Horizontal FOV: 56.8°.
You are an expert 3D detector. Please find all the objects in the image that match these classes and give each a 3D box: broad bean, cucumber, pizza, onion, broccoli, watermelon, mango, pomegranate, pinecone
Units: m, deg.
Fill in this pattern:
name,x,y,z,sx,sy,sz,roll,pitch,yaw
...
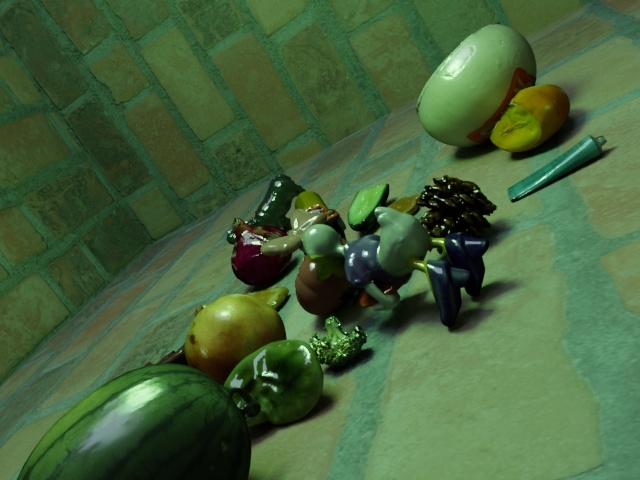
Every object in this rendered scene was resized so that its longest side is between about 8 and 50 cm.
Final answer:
name,x,y,z,sx,sy,sz,roll,pitch,yaw
broad bean,-0.081,0.253,1.045,0.206,0.153,0.072,-32,-29,16
cucumber,0.138,-0.084,1.717,0.115,0.063,0.244,-18,21,28
pizza,-0.200,0.191,1.604,0.181,0.034,0.262,-42,19,-31
onion,-0.193,0.023,1.754,0.195,0.218,0.140,-31,17,12
broccoli,0.031,0.184,1.083,0.095,0.092,0.097,-17,-6,-20
watermelon,-0.249,0.328,0.848,0.359,0.279,0.279,-40,17,-16
mango,0.551,-0.324,1.517,0.257,0.138,0.187,-38,-5,-36
pomegranate,-0.167,0.206,1.192,0.209,0.209,0.209,-30,16,9
pinecone,0.268,-0.050,1.217,0.173,0.174,0.174,-30,16,9

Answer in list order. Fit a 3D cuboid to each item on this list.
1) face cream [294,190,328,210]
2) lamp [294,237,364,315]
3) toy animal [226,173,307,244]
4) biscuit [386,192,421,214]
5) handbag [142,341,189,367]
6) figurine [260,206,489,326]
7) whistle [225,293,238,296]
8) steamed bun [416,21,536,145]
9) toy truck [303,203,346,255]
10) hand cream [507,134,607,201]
name,x,y,z,sx,sy,sz,roll,pitch,yaw
face cream,-0.023,-0.087,1.966,0.104,0.105,0.349,-32,15,2
lamp,0.025,0.083,1.291,0.182,0.140,0.182,-56,-17,-28
toy animal,-0.186,-0.084,2.179,0.343,0.168,0.106,-52,23,-14
biscuit,0.233,-0.090,1.629,0.118,0.023,0.140,-31,15,5
handbag,-0.373,0.314,1.386,0.260,0.084,0.275,-31,1,-2
figurine,0.092,0.026,1.089,0.420,0.193,0.154,1,37,39
whistle,-0.272,0.177,1.794,0.083,0.029,0.033,-6,62,49
steamed bun,0.467,-0.420,1.704,0.374,0.241,0.374,-37,-15,-12
toy truck,0.000,0.000,1.432,0.107,0.114,0.253,-34,-29,-8
hand cream,0.507,-0.156,1.276,0.224,0.048,0.083,-33,14,24
